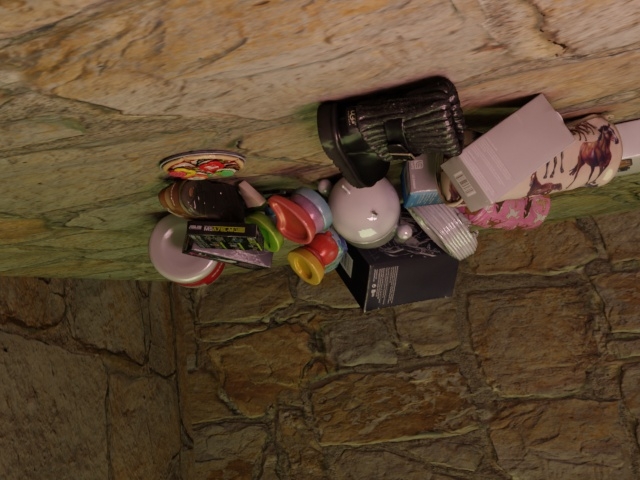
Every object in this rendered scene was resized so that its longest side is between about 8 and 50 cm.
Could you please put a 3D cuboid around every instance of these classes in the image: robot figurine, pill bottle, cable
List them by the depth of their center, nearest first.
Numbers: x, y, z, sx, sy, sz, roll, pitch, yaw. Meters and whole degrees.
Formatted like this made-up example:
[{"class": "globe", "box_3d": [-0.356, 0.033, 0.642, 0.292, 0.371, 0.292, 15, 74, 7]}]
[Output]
[{"class": "robot figurine", "box_3d": [0.129, -0.084, 1.958, 0.299, 0.200, 0.353, 27, 178, 11]}, {"class": "cable", "box_3d": [0.351, -0.049, 2.012, 0.089, 0.257, 0.257, -42, 153, 0]}, {"class": "pill bottle", "box_3d": [-0.437, 0.043, 2.342, 0.229, 0.229, 0.408, -6, 173, -4]}]

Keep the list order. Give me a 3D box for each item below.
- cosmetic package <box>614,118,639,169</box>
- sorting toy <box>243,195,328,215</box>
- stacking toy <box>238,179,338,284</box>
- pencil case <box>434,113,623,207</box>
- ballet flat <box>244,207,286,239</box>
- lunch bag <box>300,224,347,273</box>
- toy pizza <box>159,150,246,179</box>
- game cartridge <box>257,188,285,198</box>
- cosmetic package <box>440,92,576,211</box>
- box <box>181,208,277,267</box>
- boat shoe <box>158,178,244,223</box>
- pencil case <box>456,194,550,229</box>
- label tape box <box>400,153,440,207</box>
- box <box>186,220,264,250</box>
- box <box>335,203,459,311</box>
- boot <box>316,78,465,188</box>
[{"class": "cosmetic package", "box_3d": [0.798, -0.235, 1.806, 0.377, 0.098, 0.284, -10, 174, 25]}, {"class": "sorting toy", "box_3d": [-0.104, -0.103, 2.132, 0.347, 0.047, 0.196, -4, 177, -34]}, {"class": "stacking toy", "box_3d": [-0.074, -0.057, 1.908, 0.130, 0.279, 0.309, -44, 151, -26]}, {"class": "pencil case", "box_3d": [0.469, -0.189, 1.560, 0.410, 0.184, 0.160, -8, -155, -12]}, {"class": "ballet flat", "box_3d": [-0.173, -0.059, 2.295, 0.316, 0.108, 0.106, 0, 163, -46]}, {"class": "lunch bag", "box_3d": [0.000, 0.000, 2.184, 0.090, 0.176, 0.219, -24, 162, -19]}, {"class": "toy pizza", "box_3d": [-0.274, -0.169, 1.620, 0.201, 0.032, 0.201, -6, 172, -1]}, {"class": "game cartridge", "box_3d": [-0.145, -0.137, 2.039, 0.083, 0.017, 0.056, -5, 169, -5]}, {"class": "cosmetic package", "box_3d": [0.381, -0.178, 1.403, 0.238, 0.127, 0.107, -33, 179, -16]}, {"class": "box", "box_3d": [-0.266, -0.016, 2.070, 0.247, 0.163, 0.142, 15, 169, -22]}, {"class": "boat shoe", "box_3d": [-0.313, -0.100, 1.852, 0.119, 0.123, 0.324, -2, 168, 21]}, {"class": "pencil case", "box_3d": [0.559, -0.123, 2.160, 0.386, 0.167, 0.160, 1, 148, -42]}, {"class": "label tape box", "box_3d": [0.383, -0.164, 1.779, 0.333, 0.106, 0.240, -5, 174, 2]}, {"class": "box", "box_3d": [-0.252, -0.011, 1.865, 0.184, 0.045, 0.191, 0, 169, 2]}, {"class": "box", "box_3d": [0.223, 0.042, 2.228, 0.312, 0.179, 0.343, -7, -147, -20]}, {"class": "boot", "box_3d": [0.162, -0.200, 1.379, 0.260, 0.131, 0.348, -8, 172, 16]}]
